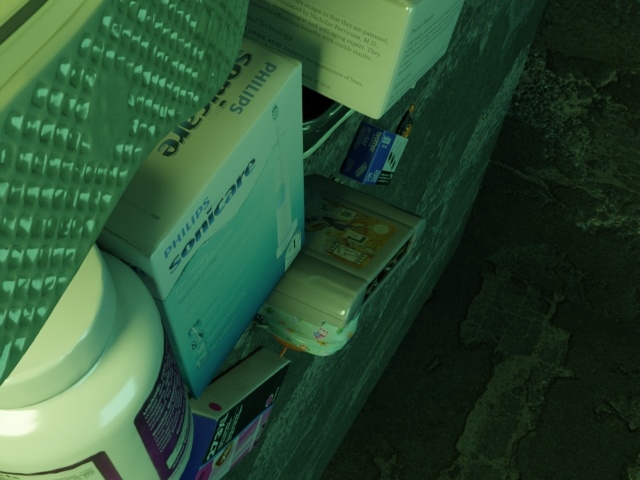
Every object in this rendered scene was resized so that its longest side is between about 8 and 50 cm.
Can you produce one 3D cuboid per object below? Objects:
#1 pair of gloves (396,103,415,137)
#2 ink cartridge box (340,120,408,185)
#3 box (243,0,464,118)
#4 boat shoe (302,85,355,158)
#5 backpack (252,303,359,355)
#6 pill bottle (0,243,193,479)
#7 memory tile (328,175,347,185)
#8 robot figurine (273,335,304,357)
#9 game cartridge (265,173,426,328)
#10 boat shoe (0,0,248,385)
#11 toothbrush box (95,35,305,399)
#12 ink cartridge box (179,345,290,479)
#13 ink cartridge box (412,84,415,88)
[{"bbox_3d":[0.168,-0.223,1.713,0.074,0.010,0.083,-58,164,-21],"label":"pair of gloves"},{"bbox_3d":[0.098,-0.148,1.516,0.097,0.046,0.207,-67,166,9],"label":"ink cartridge box"},{"bbox_3d":[0.028,-0.233,0.826,0.181,0.181,0.119,-48,161,-48],"label":"box"},{"bbox_3d":[0.015,-0.197,1.048,0.233,0.084,0.079,-53,163,-27],"label":"boat shoe"},{"bbox_3d":[-0.029,0.069,1.157,0.152,0.182,0.115,-45,157,-54],"label":"backpack"},{"bbox_3d":[-0.193,0.103,0.646,0.169,0.169,0.302,-57,165,-27],"label":"pill bottle"},{"bbox_3d":[0.000,-0.034,1.437,0.148,0.012,0.113,-64,166,2],"label":"memory tile"},{"bbox_3d":[-0.013,0.081,1.354,0.158,0.128,0.220,-111,-147,-53],"label":"robot figurine"},{"bbox_3d":[0.000,0.000,1.103,0.297,0.198,0.062,-43,156,-57],"label":"game cartridge"},{"bbox_3d":[-0.151,-0.115,0.462,0.187,0.155,0.500,95,13,-44],"label":"boat shoe"},{"bbox_3d":[-0.118,-0.019,0.788,0.216,0.126,0.296,-56,165,-25],"label":"toothbrush box"},{"bbox_3d":[-0.166,0.297,1.333,0.371,0.069,0.176,-22,136,-66],"label":"ink cartridge box"},{"bbox_3d":[0.138,-0.311,1.346,0.135,0.056,0.099,-67,165,14],"label":"ink cartridge box"}]
